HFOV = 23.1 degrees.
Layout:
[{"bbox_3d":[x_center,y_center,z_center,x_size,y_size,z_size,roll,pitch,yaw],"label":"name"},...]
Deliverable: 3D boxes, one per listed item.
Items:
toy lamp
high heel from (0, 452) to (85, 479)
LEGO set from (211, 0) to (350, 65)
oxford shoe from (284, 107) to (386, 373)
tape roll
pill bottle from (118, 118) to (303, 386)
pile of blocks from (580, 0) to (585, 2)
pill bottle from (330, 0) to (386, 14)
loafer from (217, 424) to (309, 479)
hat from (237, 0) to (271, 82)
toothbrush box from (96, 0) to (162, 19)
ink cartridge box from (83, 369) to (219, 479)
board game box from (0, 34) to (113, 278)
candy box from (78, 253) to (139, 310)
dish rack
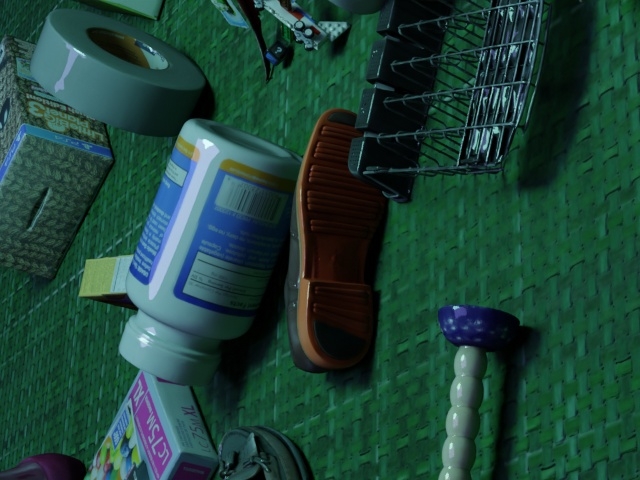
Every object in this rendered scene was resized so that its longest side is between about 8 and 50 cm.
[{"bbox_3d":[0.111,0.194,1.293,0.080,0.080,0.274,-14,61,58],"label":"toy lamp"},{"bbox_3d":[-0.341,0.463,1.988,0.127,0.181,0.377,-4,89,34],"label":"high heel"},{"bbox_3d":[-0.077,-0.295,1.755,0.060,0.244,0.182,-45,31,-16],"label":"LEGO set"},{"bbox_3d":[0.000,0.000,1.574,0.098,0.097,0.271,-27,52,61],"label":"oxford shoe"},{"bbox_3d":[-0.261,-0.217,2.015,0.072,0.219,0.219,-63,30,19],"label":"tape roll"},{"bbox_3d":[-0.125,0.016,1.725,0.152,0.152,0.272,40,111,59],"label":"pill bottle"},{"bbox_3d":[0.277,-0.355,1.280,0.362,0.149,0.112,-64,-14,0],"label":"pile of blocks"},{"bbox_3d":[0.089,-0.353,1.519,0.264,0.146,0.146,-41,41,31],"label":"pill bottle"},{"bbox_3d":[-0.060,0.259,1.551,0.096,0.084,0.267,-65,30,16],"label":"loafer"},{"bbox_3d":[-0.118,-0.337,1.843,0.173,0.208,0.183,108,-176,-66],"label":"hat"},{"bbox_3d":[-0.312,-0.451,2.330,0.283,0.122,0.206,22,95,61],"label":"toothbrush box"},{"bbox_3d":[-0.228,0.317,1.851,0.311,0.065,0.186,-63,30,22],"label":"ink cartridge box"},{"bbox_3d":[-0.444,-0.130,2.378,0.232,0.141,0.291,-59,31,26],"label":"board game box"},{"bbox_3d":[-0.206,0.054,1.893,0.187,0.109,0.053,-4,73,59],"label":"candy box"},{"bbox_3d":[0.127,-0.146,1.448,0.271,0.074,0.208,0,77,59],"label":"dish rack"}]
